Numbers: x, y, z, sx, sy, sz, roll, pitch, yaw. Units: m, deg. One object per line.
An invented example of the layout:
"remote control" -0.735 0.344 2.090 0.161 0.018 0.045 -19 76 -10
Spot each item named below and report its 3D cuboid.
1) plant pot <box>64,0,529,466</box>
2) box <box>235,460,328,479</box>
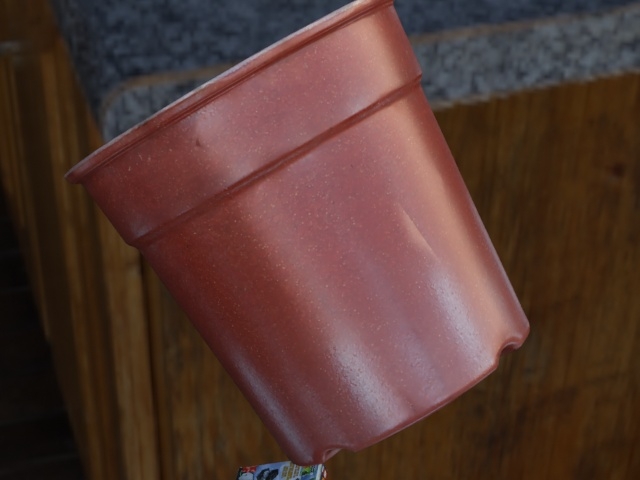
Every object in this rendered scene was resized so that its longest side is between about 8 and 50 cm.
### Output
"plant pot" 0.000 0.000 1.094 0.272 0.265 0.272 -29 4 2
"box" -0.049 0.280 1.529 0.094 0.027 0.137 -10 35 18
